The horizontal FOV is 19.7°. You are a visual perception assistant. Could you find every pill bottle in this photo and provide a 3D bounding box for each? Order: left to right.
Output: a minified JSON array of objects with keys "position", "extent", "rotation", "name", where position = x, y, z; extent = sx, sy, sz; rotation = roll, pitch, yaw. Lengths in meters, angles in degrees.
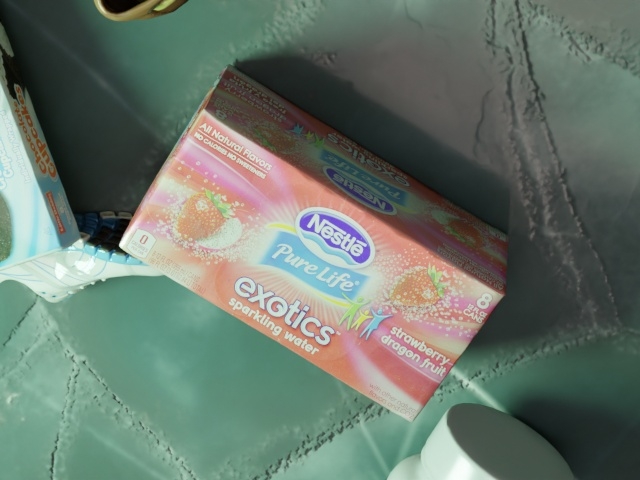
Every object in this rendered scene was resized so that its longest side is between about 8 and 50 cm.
[{"position":[0.103,0.300,1.692],"extent":[0.161,0.161,0.283],"rotation":[28,112,-5],"name":"pill bottle"}]

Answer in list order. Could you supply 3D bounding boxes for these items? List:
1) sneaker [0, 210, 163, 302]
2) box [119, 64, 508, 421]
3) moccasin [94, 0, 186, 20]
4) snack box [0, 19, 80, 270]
[{"position":[-0.219,0.019,1.676],"extent":[0.190,0.071,0.083],"rotation":[8,119,13],"name":"sneaker"},{"position":[0.000,0.000,1.595],"extent":[0.300,0.142,0.154],"rotation":[32,111,-6],"name":"box"},{"position":[-0.074,-0.339,1.466],"extent":[0.139,0.147,0.380],"rotation":[38,111,-9],"name":"moccasin"},{"position":[-0.353,-0.118,1.602],"extent":[0.187,0.060,0.322],"rotation":[-18,96,13],"name":"snack box"}]
